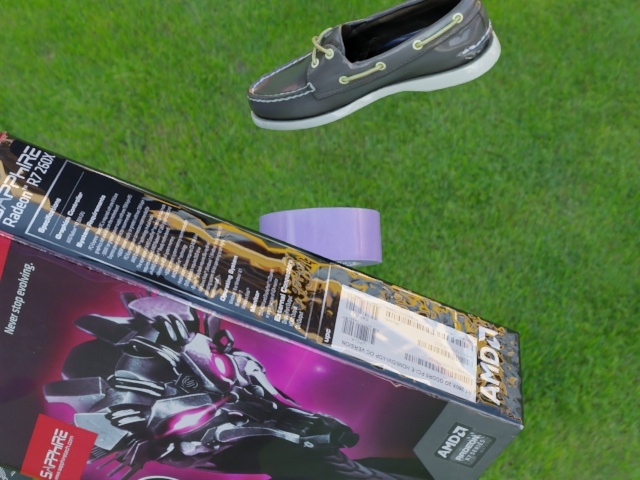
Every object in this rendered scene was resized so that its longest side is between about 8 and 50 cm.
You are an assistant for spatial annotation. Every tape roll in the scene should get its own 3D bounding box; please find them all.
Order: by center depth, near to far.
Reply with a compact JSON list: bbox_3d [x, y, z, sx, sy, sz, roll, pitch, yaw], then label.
[{"bbox_3d":[0.000,0.000,1.496,0.189,0.189,0.080,-1,84,-3],"label":"tape roll"}]

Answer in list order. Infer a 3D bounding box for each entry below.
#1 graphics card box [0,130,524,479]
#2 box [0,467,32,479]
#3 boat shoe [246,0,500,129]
[{"bbox_3d":[-0.078,0.099,0.661,0.371,0.232,0.094,21,39,-10],"label":"graphics card box"},{"bbox_3d":[-0.439,0.168,0.863,0.212,0.293,0.395,20,47,24],"label":"box"},{"bbox_3d":[0.033,-0.157,0.818,0.228,0.068,0.081,-14,43,20],"label":"boat shoe"}]
